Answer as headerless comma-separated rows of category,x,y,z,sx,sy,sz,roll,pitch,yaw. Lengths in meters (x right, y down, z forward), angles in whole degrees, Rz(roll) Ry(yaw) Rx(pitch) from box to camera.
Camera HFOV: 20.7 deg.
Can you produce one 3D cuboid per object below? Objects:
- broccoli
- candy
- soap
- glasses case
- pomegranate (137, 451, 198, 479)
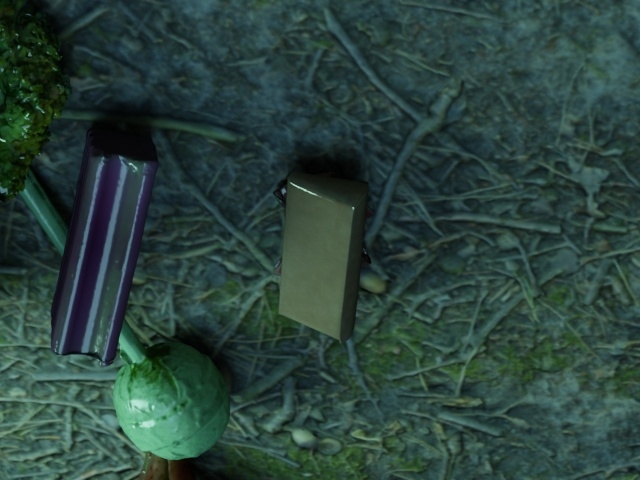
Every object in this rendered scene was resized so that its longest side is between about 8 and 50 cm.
broccoli,-0.322,-0.121,1.562,0.194,0.194,0.219,-14,122,14
candy,-0.229,0.052,1.773,0.119,0.119,0.440,-21,119,19
soap,-0.207,0.002,1.658,0.066,0.122,0.203,11,105,-12
glasses case,0.000,0.000,1.739,0.102,0.070,0.193,23,135,20
pomegranate,-0.164,0.339,1.959,0.214,0.214,0.247,-2,92,4
